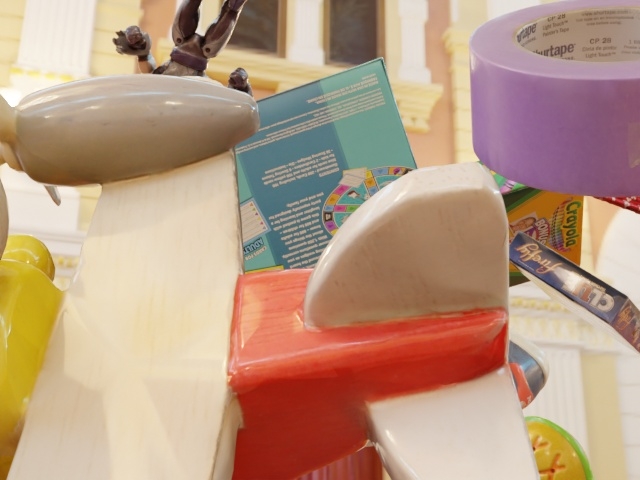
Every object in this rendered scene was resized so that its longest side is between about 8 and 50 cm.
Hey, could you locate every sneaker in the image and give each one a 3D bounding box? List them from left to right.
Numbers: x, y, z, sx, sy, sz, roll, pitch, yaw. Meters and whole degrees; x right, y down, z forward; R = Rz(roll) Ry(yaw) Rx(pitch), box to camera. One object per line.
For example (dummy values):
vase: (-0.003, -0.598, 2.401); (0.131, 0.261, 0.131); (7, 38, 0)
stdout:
sneaker: (0.202, 0.169, 1.413); (0.350, 0.148, 0.131); (28, -51, 19)

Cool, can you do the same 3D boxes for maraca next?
maraca: (0.327, 0.328, 1.175); (0.099, 0.185, 0.127); (-9, -44, -40)

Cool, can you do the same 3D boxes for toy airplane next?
toy airplane: (-0.101, 0.049, 0.373); (0.386, 0.384, 0.272); (15, -33, 51)

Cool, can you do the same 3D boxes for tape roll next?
tape roll: (0.198, -0.106, 0.587); (0.189, 0.189, 0.080); (-3, -60, 9)

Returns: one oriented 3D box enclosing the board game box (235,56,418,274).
board game box: (0.000, 0.000, 0.952); (0.254, 0.336, 0.079); (-19, 2, 0)

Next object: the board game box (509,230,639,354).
board game box: (0.358, 0.077, 1.148); (0.165, 0.042, 0.243); (36, 3, 35)

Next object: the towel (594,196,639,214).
towel: (0.314, -0.092, 0.912); (0.275, 0.199, 0.031); (17, -57, -17)

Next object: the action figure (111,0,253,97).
action figure: (-0.153, -0.245, 1.039); (0.185, 0.285, 0.099); (20, 19, -12)

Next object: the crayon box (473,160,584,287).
crayon box: (0.337, -0.036, 1.393); (0.165, 0.081, 0.278); (-17, -37, 4)
